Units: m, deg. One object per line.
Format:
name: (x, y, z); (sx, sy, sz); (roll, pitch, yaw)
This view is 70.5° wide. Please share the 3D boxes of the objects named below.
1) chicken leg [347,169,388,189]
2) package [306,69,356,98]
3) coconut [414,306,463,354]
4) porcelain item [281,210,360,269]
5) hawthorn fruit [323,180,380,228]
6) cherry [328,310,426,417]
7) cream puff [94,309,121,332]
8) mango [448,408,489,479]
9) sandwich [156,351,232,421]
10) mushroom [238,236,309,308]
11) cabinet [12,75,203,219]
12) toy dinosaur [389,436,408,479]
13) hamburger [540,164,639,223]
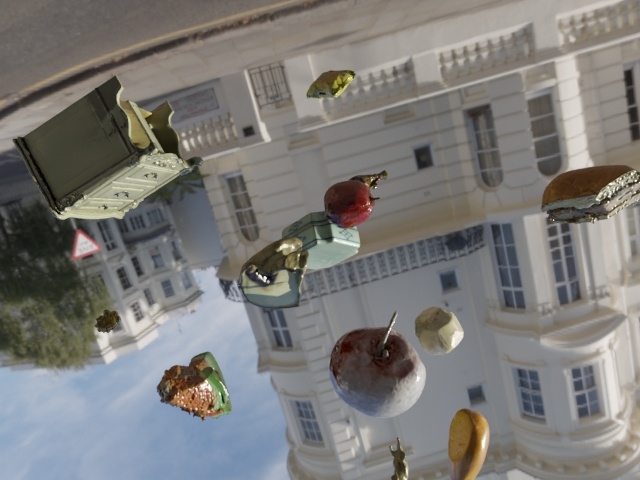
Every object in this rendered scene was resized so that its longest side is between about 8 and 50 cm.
chicken leg: (0.162, -0.194, 1.527); (0.178, 0.070, 0.093); (-25, -143, -31)
package: (0.044, -0.699, 2.027); (0.226, 0.090, 0.168); (18, -118, 46)
coconut: (0.418, 0.325, 1.595); (0.161, 0.162, 0.161); (-36, -172, 6)
porcelain item: (0.000, 0.000, 1.903); (0.285, 0.157, 0.281); (13, 146, -44)
hawthorn fruit: (0.094, -0.111, 1.342); (0.172, 0.148, 0.148); (-17, -168, 27)
cherry: (0.200, 0.449, 1.531); (0.326, 0.335, 0.291); (-6, -136, 34)
cream puff: (-0.754, 0.286, 1.604); (0.083, 0.083, 0.058); (6, 170, -30)
mango: (0.416, 0.588, 1.274); (0.102, 0.217, 0.141); (15, 176, -6)
sandwich: (-0.435, 0.511, 1.609); (0.162, 0.250, 0.301); (-32, 158, 22)
mushroom: (-0.162, 0.094, 1.528); (0.217, 0.212, 0.292); (3, 154, -8)
cabinet: (-0.541, -0.228, 1.212); (0.318, 0.227, 0.290); (-29, 178, 9)
toy dinosaur: (0.183, 0.526, 1.007); (0.039, 0.162, 0.126); (-13, 157, 10)
hamburger: (0.903, -0.159, 1.527); (0.282, 0.155, 0.245); (-44, -142, 2)
